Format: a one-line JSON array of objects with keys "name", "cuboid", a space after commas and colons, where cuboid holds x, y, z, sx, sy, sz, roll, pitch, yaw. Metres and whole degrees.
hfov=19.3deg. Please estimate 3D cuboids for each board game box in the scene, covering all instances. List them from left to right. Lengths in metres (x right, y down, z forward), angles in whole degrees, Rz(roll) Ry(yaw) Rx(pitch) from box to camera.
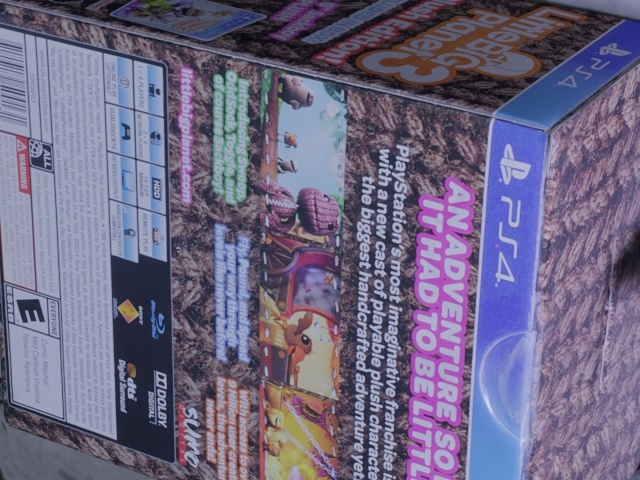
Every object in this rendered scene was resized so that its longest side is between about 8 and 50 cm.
[{"name": "board game box", "cuboid": [0.000, 0.000, 0.884, 0.291, 0.141, 0.232, 16, 120, 27]}]
